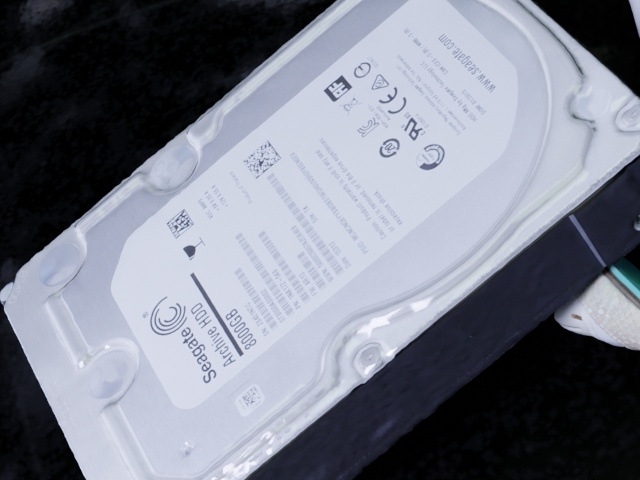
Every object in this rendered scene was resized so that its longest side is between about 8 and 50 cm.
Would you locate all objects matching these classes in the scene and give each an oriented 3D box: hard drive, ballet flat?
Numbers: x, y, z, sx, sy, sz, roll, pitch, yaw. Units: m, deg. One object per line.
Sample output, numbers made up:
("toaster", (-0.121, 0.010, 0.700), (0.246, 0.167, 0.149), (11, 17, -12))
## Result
("hard drive", (0.000, 0.000, 0.859), (0.339, 0.064, 0.237), (-40, 45, 4))
("ballet flat", (0.135, 0.019, 0.842), (0.052, 0.057, 0.168), (-53, 43, 16))

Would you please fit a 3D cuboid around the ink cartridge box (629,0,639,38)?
("ink cartridge box", (0.269, -0.172, 0.837), (0.218, 0.092, 0.159), (-10, 65, -2))
